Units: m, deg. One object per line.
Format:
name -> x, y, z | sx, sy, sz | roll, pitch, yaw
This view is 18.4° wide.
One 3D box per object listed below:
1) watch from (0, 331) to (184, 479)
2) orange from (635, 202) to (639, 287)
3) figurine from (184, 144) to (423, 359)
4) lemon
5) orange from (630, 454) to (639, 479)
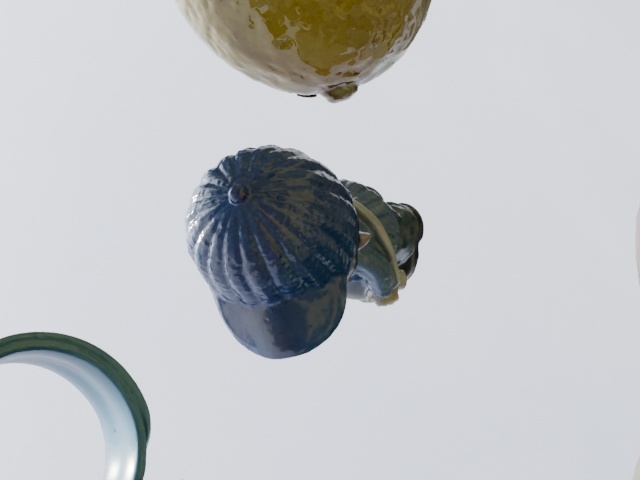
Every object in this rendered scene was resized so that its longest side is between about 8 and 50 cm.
watch -> -0.207, 0.170, 1.399 | 0.193, 0.211, 0.211 | 54, -138, -5
orange -> 0.300, 0.006, 1.211 | 0.236, 0.236, 0.236 | 19, -134, -21
figurine -> 0.000, 0.000, 0.893 | 0.086, 0.087, 0.149 | 32, -160, 24
lemon -> -0.017, -0.251, 1.616 | 0.236, 0.236, 0.263 | 16, -115, -25
orange -> 0.261, 0.153, 0.851 | 0.235, 0.279, 0.279 | -18, -120, -5
